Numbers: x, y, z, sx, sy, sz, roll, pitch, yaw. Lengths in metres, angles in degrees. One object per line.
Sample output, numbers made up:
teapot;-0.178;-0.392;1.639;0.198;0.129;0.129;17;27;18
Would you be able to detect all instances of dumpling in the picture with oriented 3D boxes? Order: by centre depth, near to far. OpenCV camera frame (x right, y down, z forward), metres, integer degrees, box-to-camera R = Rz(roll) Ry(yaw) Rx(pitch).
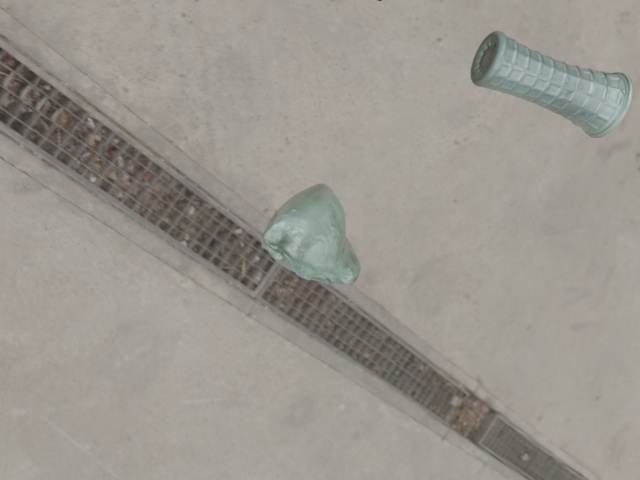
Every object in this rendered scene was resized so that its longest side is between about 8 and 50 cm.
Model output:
dumpling;-0.012;-0.002;1.012;0.217;0.104;0.149;-58;132;-58

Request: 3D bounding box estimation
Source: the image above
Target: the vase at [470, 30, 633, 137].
vase;0.458;-0.321;1.351;0.298;0.143;0.143;17;98;-15
